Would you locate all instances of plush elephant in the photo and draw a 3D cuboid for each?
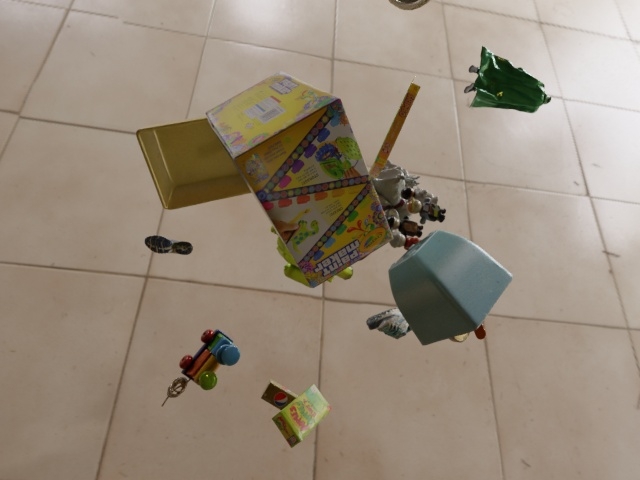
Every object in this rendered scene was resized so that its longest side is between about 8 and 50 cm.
[{"bbox_3d":[0.314,-0.182,1.822,0.272,0.255,0.330,-32,34,-28],"label":"plush elephant"}]

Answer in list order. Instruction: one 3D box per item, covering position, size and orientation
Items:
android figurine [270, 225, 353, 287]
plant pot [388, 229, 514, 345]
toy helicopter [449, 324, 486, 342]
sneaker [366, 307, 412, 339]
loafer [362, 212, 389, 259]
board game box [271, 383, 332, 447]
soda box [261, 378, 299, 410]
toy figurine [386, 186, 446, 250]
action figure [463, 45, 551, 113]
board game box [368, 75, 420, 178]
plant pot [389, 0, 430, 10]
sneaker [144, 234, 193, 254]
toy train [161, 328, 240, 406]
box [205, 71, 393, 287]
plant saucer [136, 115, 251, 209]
[{"bbox_3d":[0.000,0.000,1.045,0.273,0.056,0.248,27,97,-34],"label":"android figurine"},{"bbox_3d":[0.354,0.119,1.238,0.248,0.247,0.252,-38,85,-33],"label":"plant pot"},{"bbox_3d":[0.570,0.238,1.651,0.235,0.140,0.355,36,60,-23],"label":"toy helicopter"},{"bbox_3d":[0.300,0.342,1.692,0.283,0.110,0.122,-1,68,-47],"label":"sneaker"},{"bbox_3d":[0.198,-0.017,1.648,0.078,0.076,0.223,42,80,-17],"label":"loafer"},{"bbox_3d":[-0.048,0.489,1.172,0.092,0.043,0.181,52,26,13],"label":"board game box"},{"bbox_3d":[-0.107,0.541,1.391,0.181,0.058,0.061,31,80,-1],"label":"soda box"},{"bbox_3d":[0.326,-0.076,1.470,0.148,0.209,0.213,16,29,-5],"label":"toy figurine"},{"bbox_3d":[0.456,-0.358,0.988,0.232,0.063,0.137,8,101,-18],"label":"action figure"},{"bbox_3d":[0.200,-0.300,1.118,0.039,0.124,0.259,23,85,1],"label":"board game box"},{"bbox_3d":[0.251,-0.597,0.663,0.305,0.334,0.333,-23,70,-7],"label":"plant pot"},{"bbox_3d":[-0.451,0.017,1.229,0.135,0.058,0.052,15,84,-25],"label":"sneaker"},{"bbox_3d":[-0.319,0.364,1.108,0.105,0.143,0.248,46,70,-23],"label":"toy train"},{"bbox_3d":[-0.046,-0.122,0.765,0.177,0.279,0.290,-31,36,-5],"label":"box"},{"bbox_3d":[-0.363,-0.262,1.300,0.333,0.333,0.081,-14,55,-14],"label":"plant saucer"}]
